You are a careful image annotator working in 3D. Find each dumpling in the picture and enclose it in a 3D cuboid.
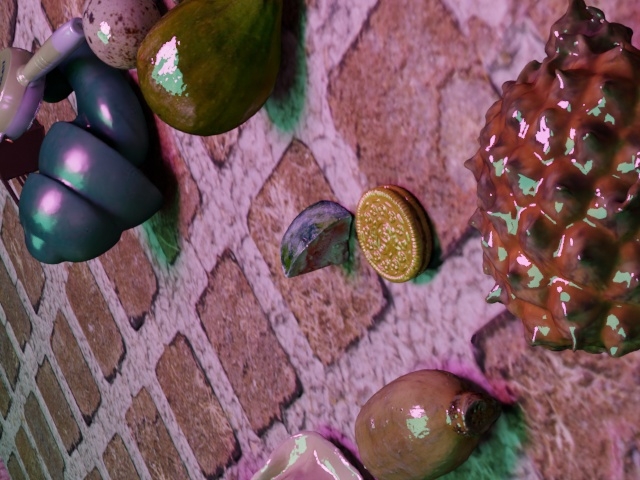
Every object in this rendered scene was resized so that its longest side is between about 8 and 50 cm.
[{"bbox_3d":[-0.014,0.269,1.076,0.169,0.100,0.134,3,96,56],"label":"dumpling"}]

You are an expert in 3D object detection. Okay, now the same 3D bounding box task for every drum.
[{"bbox_3d":[-0.343,-0.217,1.227,0.253,0.049,0.130,-39,43,38],"label":"drum"}]

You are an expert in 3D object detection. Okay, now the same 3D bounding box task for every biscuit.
[{"bbox_3d":[0.061,-0.006,0.849,0.084,0.023,0.084,34,134,44],"label":"biscuit"}]

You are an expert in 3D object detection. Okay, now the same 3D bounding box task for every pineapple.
[{"bbox_3d":[0.153,-0.037,0.546,0.166,0.166,0.193,-11,92,60],"label":"pineapple"}]

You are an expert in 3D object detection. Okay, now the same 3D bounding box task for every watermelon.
[{"bbox_3d":[0.000,0.000,0.947,0.061,0.085,0.085,43,154,-14],"label":"watermelon"}]

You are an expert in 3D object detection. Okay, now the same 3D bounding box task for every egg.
[{"bbox_3d":[-0.215,-0.235,1.105,0.110,0.085,0.085,57,149,36],"label":"egg"}]

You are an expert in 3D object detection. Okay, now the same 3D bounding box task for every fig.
[{"bbox_3d":[-0.087,-0.168,0.905,0.156,0.123,0.123,-33,79,49],"label":"fig"}]

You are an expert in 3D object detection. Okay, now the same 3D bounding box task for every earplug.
[{"bbox_3d":[-0.302,-0.108,1.251,0.257,0.280,0.164,23,161,11],"label":"earplug"}]

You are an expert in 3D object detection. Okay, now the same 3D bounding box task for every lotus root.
[{"bbox_3d":[0.083,0.158,0.858,0.090,0.077,0.183,64,152,8],"label":"lotus root"}]

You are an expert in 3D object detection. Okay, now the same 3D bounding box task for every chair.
[{"bbox_3d":[-0.459,-0.117,1.591,0.212,0.084,0.101,46,147,35],"label":"chair"}]

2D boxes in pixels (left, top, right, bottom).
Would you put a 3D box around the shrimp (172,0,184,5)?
[{"bbox_3d":[-0.092,-0.267,0.925,0.126,0.047,0.223,44,142,20],"label":"shrimp"}]
